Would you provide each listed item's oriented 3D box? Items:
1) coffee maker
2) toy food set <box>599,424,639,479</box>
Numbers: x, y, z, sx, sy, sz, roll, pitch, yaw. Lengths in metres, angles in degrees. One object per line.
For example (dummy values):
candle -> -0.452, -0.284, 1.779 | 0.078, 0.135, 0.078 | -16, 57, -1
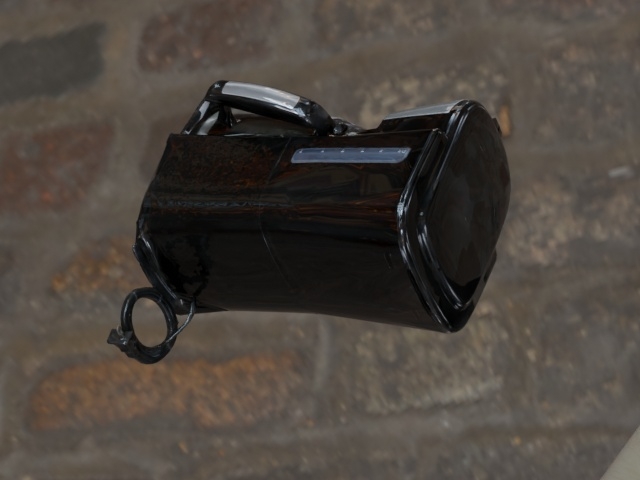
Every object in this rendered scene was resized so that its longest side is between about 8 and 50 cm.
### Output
coffee maker -> 0.000, 0.000, 0.939 | 0.178, 0.120, 0.171 | 4, 73, 33
toy food set -> 0.267, 0.178, 0.992 | 0.219, 0.092, 0.306 | -53, 22, 0
